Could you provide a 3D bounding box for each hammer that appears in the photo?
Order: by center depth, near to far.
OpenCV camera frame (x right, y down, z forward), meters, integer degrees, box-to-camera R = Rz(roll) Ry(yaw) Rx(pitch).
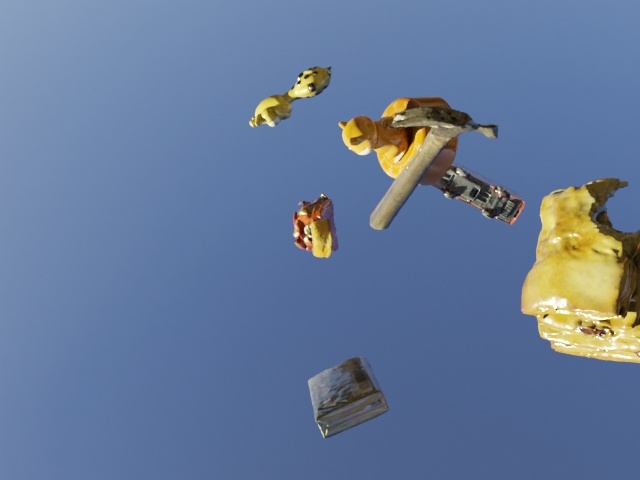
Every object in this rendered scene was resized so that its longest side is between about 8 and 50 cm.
[{"bbox_3d":[0.121,-0.085,0.895,0.125,0.297,0.027,14,-115,-6],"label":"hammer"}]

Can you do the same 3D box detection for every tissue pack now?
[{"bbox_3d":[0.042,0.249,1.090,0.112,0.051,0.156,-24,-167,0],"label":"tissue pack"}]

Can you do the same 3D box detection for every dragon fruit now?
[{"bbox_3d":[-0.023,-0.034,1.641,0.102,0.147,0.096,-15,179,43],"label":"dragon fruit"}]

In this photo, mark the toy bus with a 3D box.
[{"bbox_3d":[0.298,-0.102,1.303,0.192,0.065,0.077,26,-156,-3],"label":"toy bus"}]

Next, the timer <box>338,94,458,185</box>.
[{"bbox_3d":[0.096,-0.145,0.946,0.152,0.132,0.132,0,-144,-31],"label":"timer"}]

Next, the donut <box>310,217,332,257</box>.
[{"bbox_3d":[0.000,0.000,1.329,0.038,0.083,0.067,-7,-104,-9],"label":"donut"}]

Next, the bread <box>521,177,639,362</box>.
[{"bbox_3d":[0.559,0.052,1.357,0.314,0.192,0.369,-8,-107,60],"label":"bread"}]

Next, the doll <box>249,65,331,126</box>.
[{"bbox_3d":[-0.087,-0.418,1.973,0.291,0.086,0.117,-31,-163,20],"label":"doll"}]
